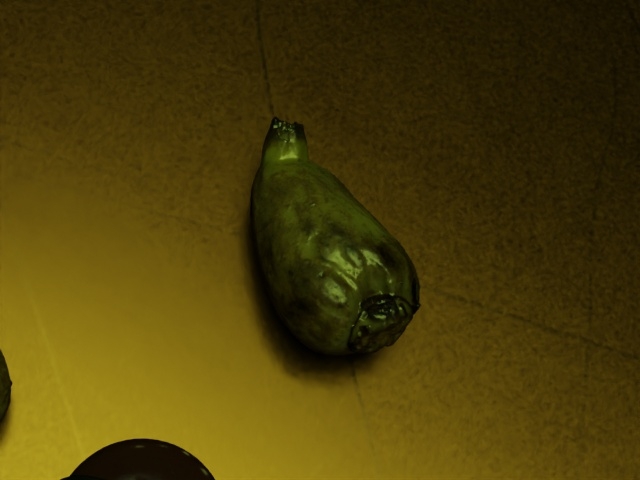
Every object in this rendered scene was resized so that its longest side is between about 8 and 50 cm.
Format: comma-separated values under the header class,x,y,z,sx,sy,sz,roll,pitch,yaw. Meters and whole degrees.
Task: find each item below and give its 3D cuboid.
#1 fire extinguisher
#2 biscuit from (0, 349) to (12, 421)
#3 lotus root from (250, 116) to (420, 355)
class,x,y,z,sx,sy,sz,roll,pitch,yaw
fire extinguisher,-0.101,0.192,0.851,0.142,0.341,0.105,21,66,-4
biscuit,-0.357,0.133,0.985,0.302,0.049,0.196,4,63,-10
lotus root,0.000,0.000,1.090,0.108,0.094,0.190,-11,61,-38
